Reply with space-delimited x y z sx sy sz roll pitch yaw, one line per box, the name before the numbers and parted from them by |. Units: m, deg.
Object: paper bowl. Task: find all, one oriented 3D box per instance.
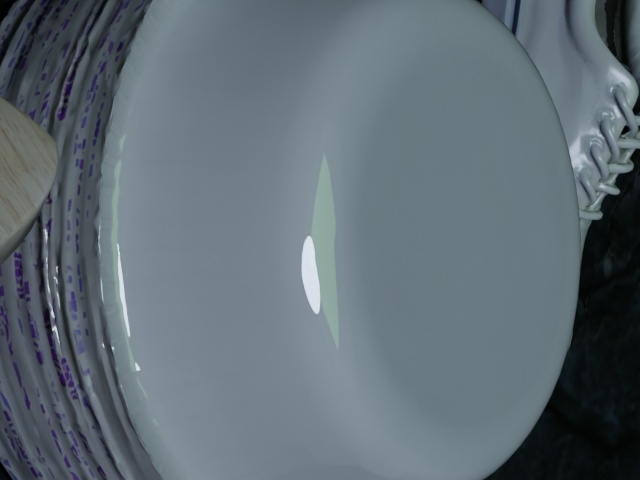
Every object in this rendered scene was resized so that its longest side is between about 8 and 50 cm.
paper bowl | 0.000 0.000 0.700 0.284 0.148 0.284 3 86 -51

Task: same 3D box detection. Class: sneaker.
sneaker | 0.130 -0.059 0.911 0.094 0.091 0.258 12 80 -51

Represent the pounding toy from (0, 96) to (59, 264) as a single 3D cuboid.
pounding toy | -0.142 -0.050 0.413 0.154 0.155 0.269 1 54 -28
